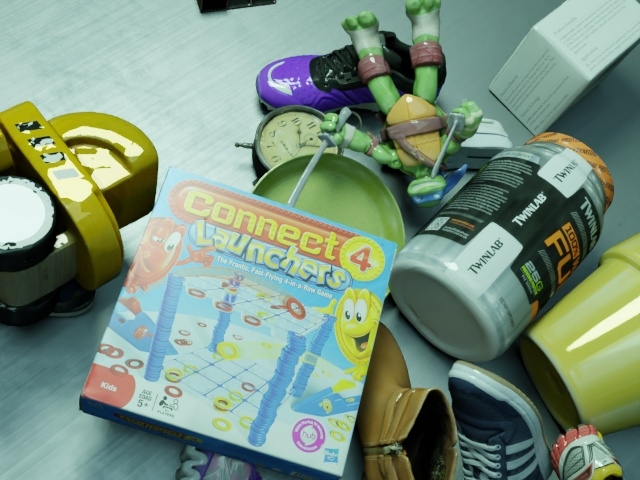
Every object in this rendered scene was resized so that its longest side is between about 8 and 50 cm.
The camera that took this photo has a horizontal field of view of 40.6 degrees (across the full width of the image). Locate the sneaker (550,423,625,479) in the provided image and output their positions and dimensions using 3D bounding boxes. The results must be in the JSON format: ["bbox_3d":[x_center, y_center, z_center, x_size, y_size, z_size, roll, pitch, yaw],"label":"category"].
[{"bbox_3d":[0.341,0.343,1.078,0.088,0.093,0.225,-20,117,-6],"label":"sneaker"}]

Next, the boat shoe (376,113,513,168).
[{"bbox_3d":[0.183,-0.154,1.320,0.226,0.083,0.076,5,52,-21],"label":"boat shoe"}]

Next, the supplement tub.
[{"bbox_3d":[0.257,0.000,1.196,0.193,0.193,0.316,43,65,8],"label":"supplement tub"}]

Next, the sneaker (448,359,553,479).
[{"bbox_3d":[0.197,0.272,1.048,0.099,0.282,0.153,20,64,42],"label":"sneaker"}]

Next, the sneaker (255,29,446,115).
[{"bbox_3d":[0.052,-0.258,1.289,0.293,0.146,0.102,-3,68,-14],"label":"sneaker"}]

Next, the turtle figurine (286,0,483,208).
[{"bbox_3d":[0.100,-0.179,1.125,0.274,0.198,0.266,-4,83,-38],"label":"turtle figurine"}]

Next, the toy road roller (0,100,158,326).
[{"bbox_3d":[-0.342,-0.083,1.026,0.240,0.202,0.329,-32,73,-28],"label":"toy road roller"}]

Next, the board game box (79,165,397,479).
[{"bbox_3d":[-0.089,0.101,1.044,0.308,0.086,0.302,18,64,-6],"label":"board game box"}]

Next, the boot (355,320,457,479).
[{"bbox_3d":[0.090,0.204,1.058,0.109,0.220,0.283,5,66,-9],"label":"boot"}]

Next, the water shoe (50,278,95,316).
[{"bbox_3d":[-0.390,0.060,1.094,0.203,0.080,0.073,-5,68,-14],"label":"water shoe"}]

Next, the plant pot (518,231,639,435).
[{"bbox_3d":[0.408,0.141,1.156,0.239,0.254,0.254,-26,74,-4],"label":"plant pot"}]

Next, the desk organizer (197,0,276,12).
[{"bbox_3d":[-0.133,-0.400,1.366,0.130,0.047,0.050,-12,73,-16],"label":"desk organizer"}]

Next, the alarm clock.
[{"bbox_3d":[-0.019,-0.138,1.268,0.192,0.064,0.129,-31,76,-19],"label":"alarm clock"}]

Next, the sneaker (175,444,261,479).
[{"bbox_3d":[-0.127,0.303,1.045,0.104,0.095,0.236,20,63,-12],"label":"sneaker"}]

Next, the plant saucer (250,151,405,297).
[{"bbox_3d":[0.000,0.000,1.195,0.241,0.037,0.241,1,87,-18],"label":"plant saucer"}]

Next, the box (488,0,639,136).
[{"bbox_3d":[0.391,-0.288,1.356,0.181,0.182,0.119,-39,82,-23],"label":"box"}]
